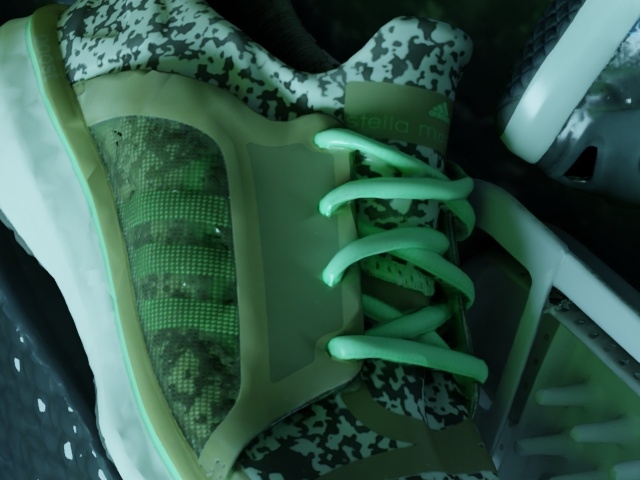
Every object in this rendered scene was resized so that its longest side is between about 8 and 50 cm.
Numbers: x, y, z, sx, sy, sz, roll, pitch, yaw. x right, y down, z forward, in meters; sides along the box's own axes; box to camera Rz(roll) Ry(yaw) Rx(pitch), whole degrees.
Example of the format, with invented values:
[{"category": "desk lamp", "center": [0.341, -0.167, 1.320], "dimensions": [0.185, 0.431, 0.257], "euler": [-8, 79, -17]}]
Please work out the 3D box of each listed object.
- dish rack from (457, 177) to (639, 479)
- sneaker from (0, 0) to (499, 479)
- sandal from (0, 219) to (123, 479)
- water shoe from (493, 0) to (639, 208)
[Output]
[{"category": "dish rack", "center": [0.114, 0.163, 0.708], "dimensions": [0.333, 0.072, 0.286], "euler": [47, 128, 46]}, {"category": "sneaker", "center": [0.000, 0.000, 0.702], "dimensions": [0.182, 0.158, 0.410], "euler": [-49, 56, 19]}, {"category": "sandal", "center": [-0.125, 0.042, 0.864], "dimensions": [0.167, 0.107, 0.446], "euler": [-37, 70, 54]}, {"category": "water shoe", "center": [0.148, -0.100, 0.683], "dimensions": [0.080, 0.073, 0.203], "euler": [32, 122, -10]}]
